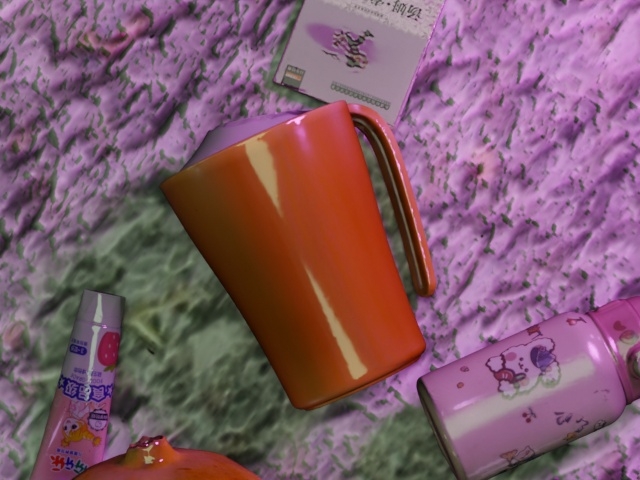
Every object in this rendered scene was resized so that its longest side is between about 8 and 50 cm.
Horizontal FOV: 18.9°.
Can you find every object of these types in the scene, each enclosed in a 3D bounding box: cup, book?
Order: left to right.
[{"bbox_3d":[0.000,0.000,1.719,0.226,0.182,0.264,-25,90,-32],"label":"cup"},{"bbox_3d":[0.044,-0.207,1.804,0.127,0.014,0.181,21,84,3],"label":"book"}]

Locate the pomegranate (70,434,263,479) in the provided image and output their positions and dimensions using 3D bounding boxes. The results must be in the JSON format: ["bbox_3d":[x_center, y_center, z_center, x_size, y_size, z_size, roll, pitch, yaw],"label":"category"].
[{"bbox_3d":[-0.130,0.284,1.644,0.233,0.233,0.233,0,83,1],"label":"pomegranate"}]

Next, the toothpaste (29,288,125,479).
[{"bbox_3d":[-0.217,0.143,1.755,0.067,0.043,0.194,11,89,-1],"label":"toothpaste"}]

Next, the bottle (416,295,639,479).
[{"bbox_3d":[0.210,0.126,1.714,0.233,0.110,0.110,-23,83,-2],"label":"bottle"}]
